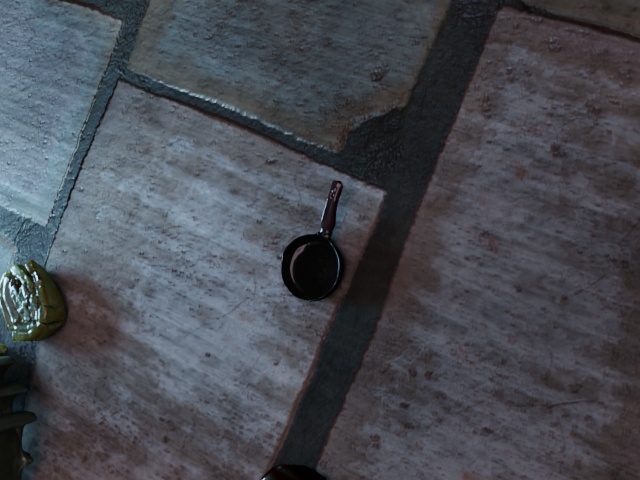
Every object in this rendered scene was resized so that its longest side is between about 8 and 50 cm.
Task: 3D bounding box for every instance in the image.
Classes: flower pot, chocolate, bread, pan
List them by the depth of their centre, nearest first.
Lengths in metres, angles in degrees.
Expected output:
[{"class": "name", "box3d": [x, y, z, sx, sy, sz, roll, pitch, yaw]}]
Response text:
[{"class": "chocolate", "box3d": [-0.056, 0.405, 1.732, 0.080, 0.148, 0.125, 34, 61, 25]}, {"class": "pan", "box3d": [0.002, 0.000, 1.792, 0.115, 0.040, 0.212, 23, 102, 26]}, {"class": "flower pot", "box3d": [-0.659, 0.367, 1.978, 0.254, 0.164, 0.367, 13, 100, 29]}, {"class": "bread", "box3d": [-0.550, 0.115, 2.027, 0.117, 0.064, 0.156, -35, 72, 16]}]

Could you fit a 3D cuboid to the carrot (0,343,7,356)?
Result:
[{"class": "carrot", "box3d": [-0.709, 0.252, 2.094, 0.257, 0.061, 0.061, -28, 73, 24]}]
